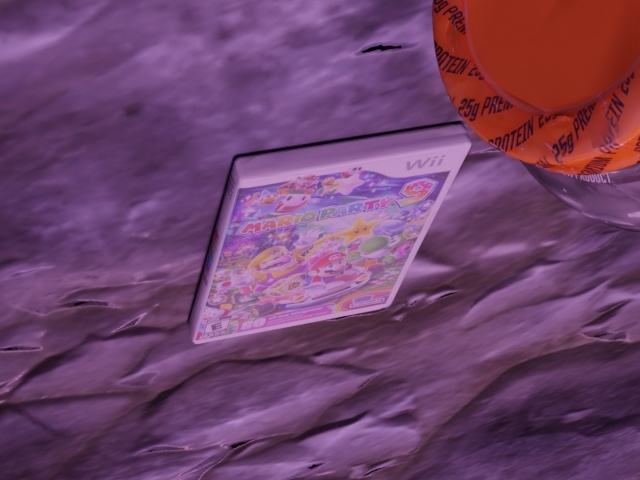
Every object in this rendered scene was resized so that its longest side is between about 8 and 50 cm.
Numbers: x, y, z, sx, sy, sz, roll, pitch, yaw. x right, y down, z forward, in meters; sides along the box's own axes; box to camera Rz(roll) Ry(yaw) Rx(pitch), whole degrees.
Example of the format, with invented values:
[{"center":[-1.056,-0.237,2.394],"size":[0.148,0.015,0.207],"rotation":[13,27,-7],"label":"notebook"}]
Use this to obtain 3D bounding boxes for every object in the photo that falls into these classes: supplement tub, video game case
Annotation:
[{"center":[0.129,-0.054,0.443],"size":[0.190,0.117,0.117],"rotation":[8,143,-44],"label":"supplement tub"},{"center":[0.000,0.000,0.577],"size":[0.087,0.011,0.122],"rotation":[-10,152,-19],"label":"video game case"}]
